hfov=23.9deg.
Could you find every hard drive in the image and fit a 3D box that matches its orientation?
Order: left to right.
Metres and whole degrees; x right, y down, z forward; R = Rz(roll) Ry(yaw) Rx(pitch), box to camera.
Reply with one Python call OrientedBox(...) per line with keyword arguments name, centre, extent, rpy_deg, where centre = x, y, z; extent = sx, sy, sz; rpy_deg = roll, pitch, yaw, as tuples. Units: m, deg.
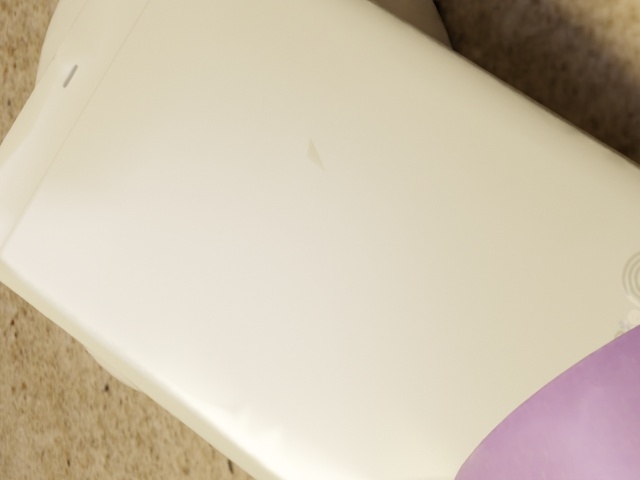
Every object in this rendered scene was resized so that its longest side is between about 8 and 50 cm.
OrientedBox(name="hard drive", centre=(0.000, 0.000, 0.668), extent=(0.307, 0.040, 0.203), rpy_deg=(35, 97, 20))

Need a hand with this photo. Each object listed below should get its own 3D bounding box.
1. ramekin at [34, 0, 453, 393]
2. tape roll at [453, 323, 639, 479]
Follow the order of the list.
OrientedBox(name="ramekin", centre=(-0.054, -0.043, 0.843), extent=(0.277, 0.135, 0.277), rpy_deg=(10, 102, 55))
OrientedBox(name="tape roll", centre=(0.144, 0.088, 0.520), extent=(0.189, 0.189, 0.080), rpy_deg=(-57, 49, 42))
